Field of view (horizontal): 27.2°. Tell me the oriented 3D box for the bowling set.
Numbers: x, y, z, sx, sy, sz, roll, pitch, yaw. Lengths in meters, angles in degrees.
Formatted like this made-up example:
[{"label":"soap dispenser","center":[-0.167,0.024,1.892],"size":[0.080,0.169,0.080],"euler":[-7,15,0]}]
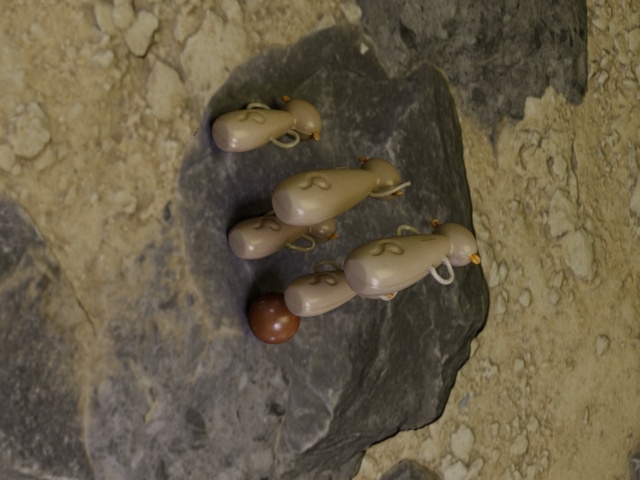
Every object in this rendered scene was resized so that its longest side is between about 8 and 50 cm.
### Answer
[{"label":"bowling set","center":[0.000,0.000,1.342],"size":[0.154,0.287,0.200],"euler":[-16,143,-40]}]
